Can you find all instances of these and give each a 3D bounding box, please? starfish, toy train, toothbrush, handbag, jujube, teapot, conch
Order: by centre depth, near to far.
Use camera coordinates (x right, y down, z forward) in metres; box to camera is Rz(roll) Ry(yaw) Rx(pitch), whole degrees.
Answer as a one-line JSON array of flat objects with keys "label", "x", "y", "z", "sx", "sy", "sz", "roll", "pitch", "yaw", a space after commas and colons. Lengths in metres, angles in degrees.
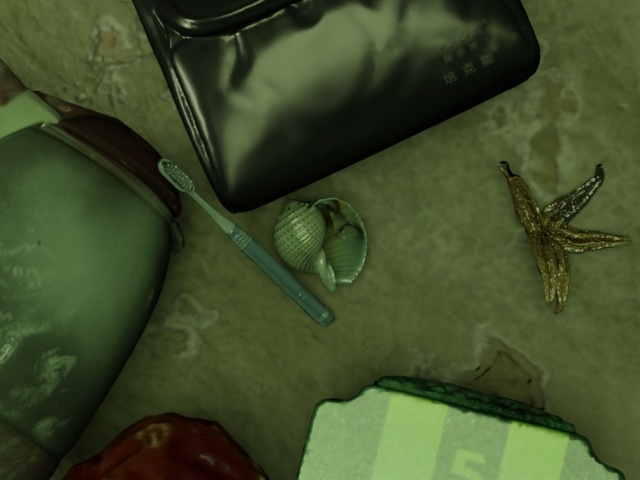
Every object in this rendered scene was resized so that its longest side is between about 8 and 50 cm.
[{"label": "jujube", "x": -0.149, "y": 0.251, "z": 1.121, "sx": 0.250, "sy": 0.174, "sz": 0.174, "roll": -38, "pitch": 87, "yaw": -5}, {"label": "teapot", "x": -0.275, "y": 0.008, "z": 1.148, "sx": 0.315, "sy": 0.233, "sz": 0.312, "roll": 42, "pitch": 76, "yaw": -23}, {"label": "toy train", "x": 0.104, "y": 0.239, "z": 1.165, "sx": 0.299, "sy": 0.167, "sz": 0.238, "roll": 12, "pitch": 84, "yaw": 3}, {"label": "handbag", "x": -0.002, "y": -0.200, "z": 1.169, "sx": 0.302, "sy": 0.178, "sz": 0.275, "roll": -25, "pitch": 88, "yaw": 3}, {"label": "toothbrush", "x": -0.059, "y": 0.004, "z": 1.191, "sx": 0.016, "sy": 0.019, "sz": 0.219, "roll": -51, "pitch": 121, "yaw": -11}, {"label": "starfish", "x": 0.195, "y": -0.018, "z": 1.222, "sx": 0.130, "sy": 0.041, "sz": 0.133, "roll": 45, "pitch": 66, "yaw": -2}, {"label": "conch", "x": -0.002, "y": -0.002, "z": 1.228, "sx": 0.076, "sy": 0.056, "sz": 0.085, "roll": -32, "pitch": 117, "yaw": -14}]
